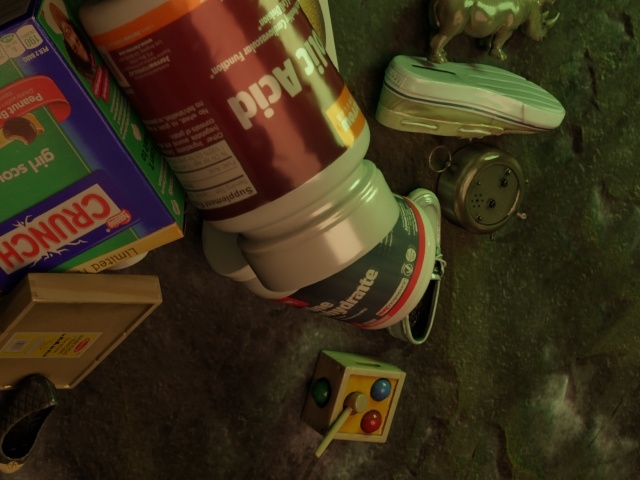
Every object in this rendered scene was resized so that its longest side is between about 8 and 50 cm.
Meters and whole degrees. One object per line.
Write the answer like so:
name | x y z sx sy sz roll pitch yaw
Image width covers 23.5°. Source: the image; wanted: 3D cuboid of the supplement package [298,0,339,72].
supplement package | -0.072 -0.245 1.941 0.139 0.134 0.244 -23 119 -25

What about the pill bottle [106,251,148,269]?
pill bottle | -0.270 -0.052 1.908 0.094 0.094 0.169 -29 121 -21

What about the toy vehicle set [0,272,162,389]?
toy vehicle set | -0.324 0.114 1.861 0.166 0.267 0.035 3 61 -35

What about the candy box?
candy box | -0.342 -0.099 1.747 0.268 0.122 0.317 -23 123 16

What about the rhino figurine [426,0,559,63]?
rhino figurine | 0.246 -0.311 2.164 0.243 0.073 0.106 -8 115 -32

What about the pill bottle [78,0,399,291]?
pill bottle | -0.082 -0.151 1.759 0.224 0.224 0.392 -37 109 -17

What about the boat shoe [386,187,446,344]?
boat shoe | 0.147 0.041 2.223 0.079 0.081 0.227 -3 109 -32

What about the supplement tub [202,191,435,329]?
supplement tub | 0.000 0.000 2.043 0.272 0.191 0.191 19 96 -36

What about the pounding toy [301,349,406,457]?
pounding toy | 0.040 0.238 2.214 0.141 0.100 0.130 9 102 -35

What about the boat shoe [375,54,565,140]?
boat shoe | 0.208 -0.191 2.179 0.302 0.109 0.094 9 123 -29

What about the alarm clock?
alarm clock | 0.224 -0.082 2.243 0.192 0.064 0.129 31 89 -34

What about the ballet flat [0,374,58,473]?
ballet flat | -0.376 0.240 1.947 0.057 0.049 0.173 0 135 -34
